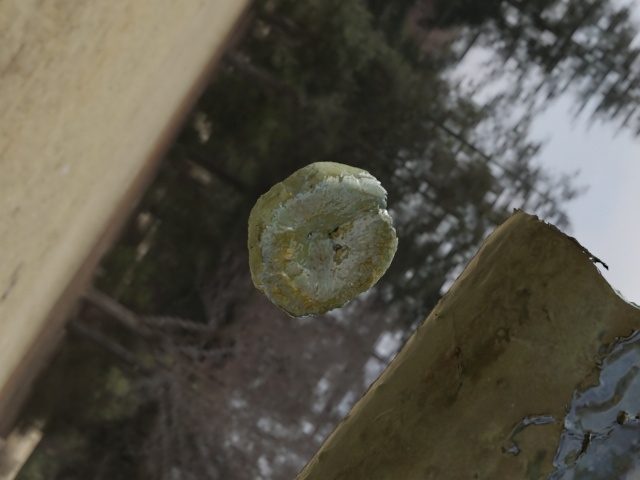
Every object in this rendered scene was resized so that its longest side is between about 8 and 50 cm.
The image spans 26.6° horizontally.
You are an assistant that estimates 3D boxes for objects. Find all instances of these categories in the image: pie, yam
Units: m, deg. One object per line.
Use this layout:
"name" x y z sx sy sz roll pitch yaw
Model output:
"pie" 0.000 0.000 0.663 0.084 0.084 0.020 -55 -144 12
"yam" 0.078 0.144 0.762 0.304 0.168 0.168 -52 -175 5
